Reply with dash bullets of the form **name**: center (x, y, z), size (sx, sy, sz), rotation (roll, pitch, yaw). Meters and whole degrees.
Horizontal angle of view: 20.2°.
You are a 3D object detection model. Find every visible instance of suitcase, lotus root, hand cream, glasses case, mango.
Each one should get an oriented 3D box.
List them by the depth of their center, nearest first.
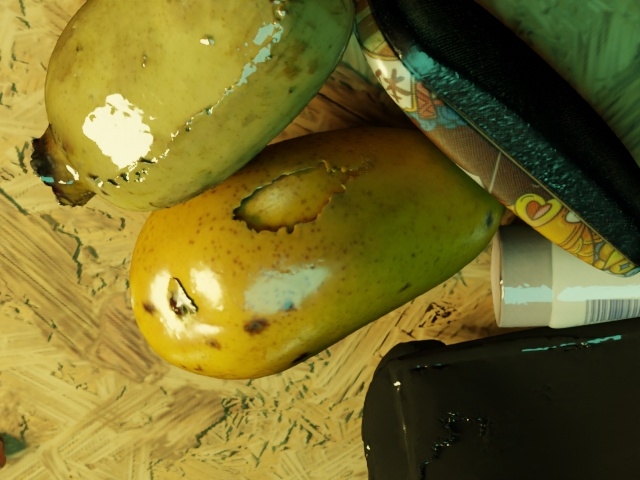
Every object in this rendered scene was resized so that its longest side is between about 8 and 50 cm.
- **lotus root**: center (-0.091, -0.118, 1.218), size (0.284, 0.160, 0.146), rotation (-38, 131, 23)
- **glasses case**: center (0.139, -0.085, 1.291), size (0.082, 0.122, 0.321), rotation (-36, 126, 25)
- **mango**: center (0.000, 0.000, 1.317), size (0.290, 0.160, 0.191), rotation (-19, 164, -9)
- **hand cream**: center (0.261, 0.026, 1.420), size (0.247, 0.133, 0.083), rotation (-2, 96, -2)
- **suitcase**: center (0.213, 0.230, 1.433), size (0.345, 0.339, 0.188), rotation (-8, 147, 4)

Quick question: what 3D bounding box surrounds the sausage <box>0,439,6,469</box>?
- **sausage**: center (-0.314, 0.199, 1.584), size (0.083, 0.034, 0.034), rotation (-25, 130, 19)
